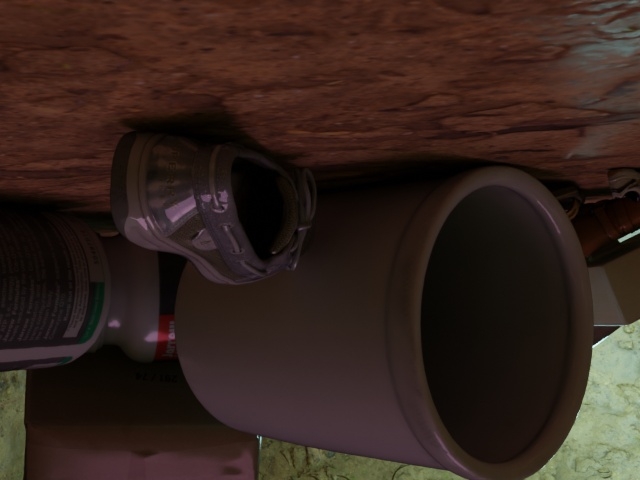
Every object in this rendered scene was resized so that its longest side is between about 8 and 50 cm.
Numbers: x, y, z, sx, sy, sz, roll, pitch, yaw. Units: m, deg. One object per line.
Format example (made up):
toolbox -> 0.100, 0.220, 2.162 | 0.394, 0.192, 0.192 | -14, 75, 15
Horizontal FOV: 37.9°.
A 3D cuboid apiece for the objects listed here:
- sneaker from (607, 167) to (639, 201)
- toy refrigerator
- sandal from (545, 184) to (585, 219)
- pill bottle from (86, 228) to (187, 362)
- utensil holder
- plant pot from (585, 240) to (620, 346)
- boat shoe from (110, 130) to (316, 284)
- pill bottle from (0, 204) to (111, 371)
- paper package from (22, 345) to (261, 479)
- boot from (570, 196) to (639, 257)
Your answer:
sneaker -> 0.356, -0.061, 1.040 | 0.083, 0.037, 0.032 | -2, 174, -20
toy refrigerator -> 0.476, 0.019, 1.261 | 0.269, 0.094, 0.102 | -24, -178, -15
sandal -> 0.290, -0.042, 1.164 | 0.072, 0.049, 0.180 | -3, 177, 29
pill bottle -> -0.184, 0.070, 1.347 | 0.363, 0.210, 0.210 | -1, 175, -18
utensil holder -> 0.063, 0.090, 1.085 | 0.385, 0.327, 0.328 | -2, 177, 45
plant pot -> 0.402, 0.101, 1.690 | 0.323, 0.323, 0.280 | 2, 158, -42
boat shoe -> -0.063, -0.025, 0.817 | 0.103, 0.118, 0.320 | 1, 170, 19
pill bottle -> -0.429, 0.053, 1.058 | 0.204, 0.204, 0.361 | -5, 175, 28
paper package -> -0.272, 0.245, 1.393 | 0.325, 0.168, 0.309 | 2, -151, -15
boot -> 0.350, -0.009, 1.204 | 0.152, 0.073, 0.197 | -21, -165, 31
